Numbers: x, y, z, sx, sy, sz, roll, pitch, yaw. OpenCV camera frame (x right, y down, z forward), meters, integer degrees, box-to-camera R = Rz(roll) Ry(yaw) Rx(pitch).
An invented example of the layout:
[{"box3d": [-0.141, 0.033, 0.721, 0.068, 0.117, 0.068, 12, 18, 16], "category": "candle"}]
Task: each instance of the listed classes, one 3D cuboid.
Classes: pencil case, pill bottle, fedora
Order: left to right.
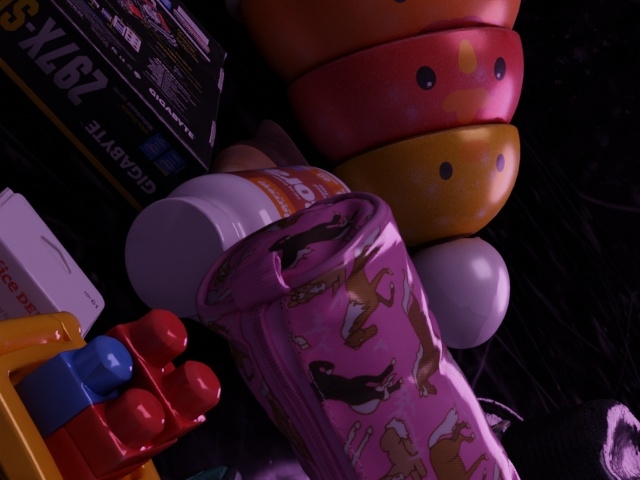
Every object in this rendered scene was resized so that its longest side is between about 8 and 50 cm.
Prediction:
[{"box3d": [-0.060, 0.004, 1.325, 0.121, 0.121, 0.216, 59, 26, 10], "category": "pill bottle"}, {"box3d": [0.051, 0.152, 1.204, 0.386, 0.160, 0.167, 64, -10, -17], "category": "pencil case"}, {"box3d": [0.281, 0.264, 1.714, 0.334, 0.152, 0.334, 48, 20, -24], "category": "fedora"}]

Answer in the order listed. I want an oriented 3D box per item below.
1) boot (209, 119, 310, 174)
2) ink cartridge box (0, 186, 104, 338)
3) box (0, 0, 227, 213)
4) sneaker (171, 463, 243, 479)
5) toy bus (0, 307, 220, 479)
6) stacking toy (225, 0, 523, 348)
[{"box3d": [0.000, 0.000, 1.550, 0.248, 0.090, 0.207, 50, 21, -6], "category": "boot"}, {"box3d": [-0.197, 0.042, 0.925, 0.088, 0.122, 0.052, 52, 18, -11], "category": "ink cartridge box"}, {"box3d": [-0.212, -0.204, 1.387, 0.322, 0.079, 0.257, 48, 18, -23], "category": "box"}, {"box3d": [-0.093, 0.220, 0.989, 0.098, 0.083, 0.223, 67, 25, -12], "category": "sneaker"}, {"box3d": [-0.130, 0.137, 0.795, 0.220, 0.211, 0.149, 60, 17, 8], "category": "toy bus"}, {"box3d": [0.116, -0.118, 1.818, 0.350, 0.351, 0.479, -2, 76, -69], "category": "stacking toy"}]
